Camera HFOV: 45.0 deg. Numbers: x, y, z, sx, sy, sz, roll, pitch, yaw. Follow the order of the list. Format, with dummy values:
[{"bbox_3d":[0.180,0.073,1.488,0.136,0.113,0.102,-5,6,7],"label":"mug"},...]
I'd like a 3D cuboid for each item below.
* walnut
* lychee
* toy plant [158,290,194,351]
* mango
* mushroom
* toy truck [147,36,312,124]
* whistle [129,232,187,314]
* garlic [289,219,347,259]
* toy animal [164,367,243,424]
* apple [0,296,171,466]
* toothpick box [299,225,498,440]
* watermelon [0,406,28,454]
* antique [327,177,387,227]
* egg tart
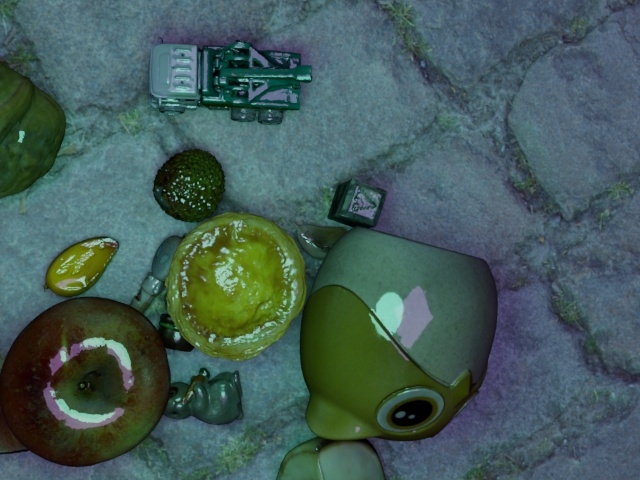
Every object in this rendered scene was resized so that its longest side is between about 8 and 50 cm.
[{"bbox_3d":[-0.682,-0.225,1.577,0.282,0.253,0.277,39,84,-6],"label":"walnut"},{"bbox_3d":[-0.282,-0.122,1.694,0.171,0.171,0.171,0,89,-9],"label":"lychee"},{"bbox_3d":[-0.306,0.161,1.714,0.092,0.093,0.162,12,84,-9],"label":"toy plant"},{"bbox_3d":[-0.525,0.056,1.693,0.187,0.066,0.101,-42,87,-13],"label":"mango"},{"bbox_3d":[0.033,0.583,1.751,0.217,0.212,0.292,-8,75,-53],"label":"mushroom"},{"bbox_3d":[-0.200,-0.359,1.701,0.363,0.178,0.177,1,89,-7],"label":"toy truck"},{"bbox_3d":[-0.352,0.076,1.710,0.057,0.107,0.220,32,97,-34],"label":"whistle"},{"bbox_3d":[-0.002,0.005,1.785,0.152,0.066,0.084,4,61,-13],"label":"garlic"},{"bbox_3d":[-0.286,0.358,1.703,0.236,0.108,0.138,-15,92,-9],"label":"toy animal"},{"bbox_3d":[-0.480,0.286,1.589,0.348,0.277,0.349,0,89,-12],"label":"apple"},{"bbox_3d":[0.161,0.209,1.626,0.408,0.409,0.426,15,93,-9],"label":"toothpick box"},{"bbox_3d":[-0.702,0.417,1.619,0.207,0.202,0.136,34,123,-5],"label":"watermelon"},{"bbox_3d":[0.082,-0.080,1.735,0.086,0.183,0.088,18,87,-9],"label":"antique"},{"bbox_3d":[-0.176,0.101,1.653,0.318,0.128,0.319,-1,77,3],"label":"egg tart"}]
